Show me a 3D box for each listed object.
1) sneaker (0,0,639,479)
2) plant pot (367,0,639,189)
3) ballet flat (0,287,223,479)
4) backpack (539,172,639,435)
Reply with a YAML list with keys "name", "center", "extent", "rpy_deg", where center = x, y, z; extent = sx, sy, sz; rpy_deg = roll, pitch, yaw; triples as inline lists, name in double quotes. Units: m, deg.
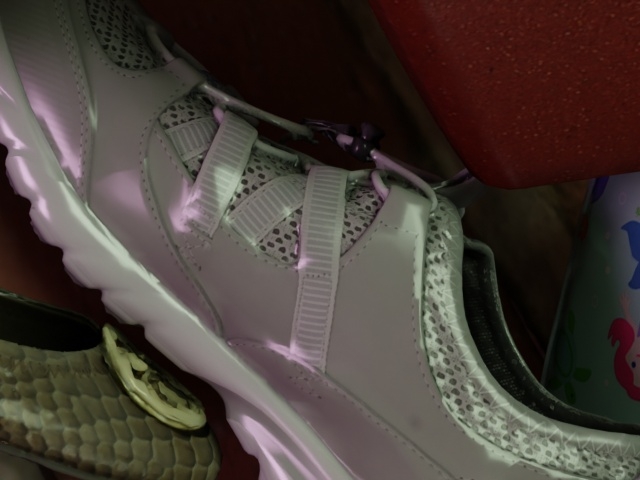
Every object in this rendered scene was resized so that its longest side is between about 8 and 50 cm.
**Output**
- name: "sneaker"
  center: [0.000, 0.000, 0.475]
  extent: [0.281, 0.115, 0.105]
  rpy_deg: [50, 14, 6]
- name: "plant pot"
  center: [0.111, -0.168, 0.412]
  extent: [0.267, 0.235, 0.267]
  rpy_deg: [-9, 43, 5]
- name: "ballet flat"
  center: [-0.134, 0.006, 0.445]
  extent: [0.250, 0.084, 0.058]
  rpy_deg: [29, 89, -11]
- name: "backpack"
  center: [0.190, 0.069, 0.497]
  extent: [0.191, 0.253, 0.225]
  rpy_deg: [-14, 36, -31]
